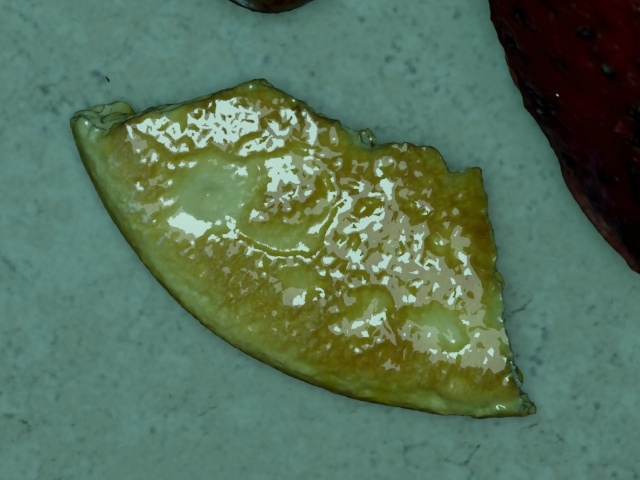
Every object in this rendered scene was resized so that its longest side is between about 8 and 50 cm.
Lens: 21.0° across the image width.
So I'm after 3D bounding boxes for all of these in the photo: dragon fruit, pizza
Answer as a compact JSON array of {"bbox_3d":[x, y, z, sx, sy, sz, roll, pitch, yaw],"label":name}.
[{"bbox_3d":[0.252,-0.185,1.122,0.329,0.286,0.228,-39,56,-20],"label":"dragon fruit"},{"bbox_3d":[0.000,0.000,1.142,0.365,0.074,0.182,27,96,-4],"label":"pizza"}]

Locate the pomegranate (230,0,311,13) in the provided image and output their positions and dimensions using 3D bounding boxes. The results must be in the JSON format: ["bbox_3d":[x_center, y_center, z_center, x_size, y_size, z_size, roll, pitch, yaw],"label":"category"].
[{"bbox_3d":[-0.030,-0.208,1.104,0.130,0.130,0.130,0,96,-2],"label":"pomegranate"}]
